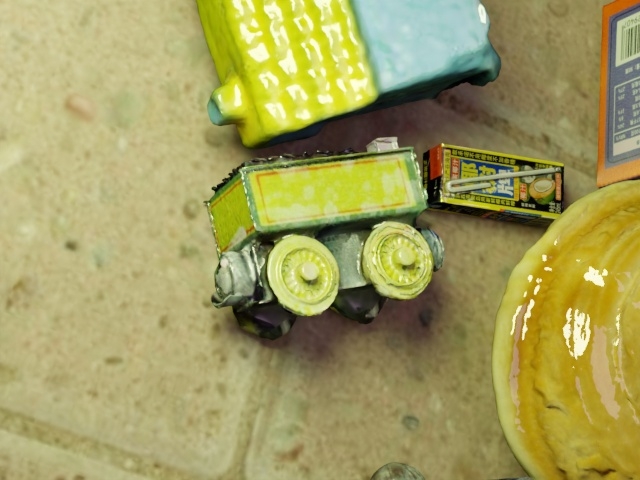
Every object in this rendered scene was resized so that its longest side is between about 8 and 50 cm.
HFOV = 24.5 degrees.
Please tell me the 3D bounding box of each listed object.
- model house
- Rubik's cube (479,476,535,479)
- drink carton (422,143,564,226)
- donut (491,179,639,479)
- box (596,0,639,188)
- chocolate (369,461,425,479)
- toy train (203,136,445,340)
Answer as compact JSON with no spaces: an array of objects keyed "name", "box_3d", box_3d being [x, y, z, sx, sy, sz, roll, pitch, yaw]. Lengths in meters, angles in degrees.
[{"name":"model house","box_3d":[0.007,-0.234,1.548,0.303,0.215,0.237,-18,91,-24]},{"name":"Rubik's cube","box_3d":[0.049,0.415,1.378,0.305,0.307,0.310,-16,89,-43]},{"name":"drink carton","box_3d":[0.200,-0.063,1.695,0.166,0.056,0.071,7,75,-25]},{"name":"donut","box_3d":[0.390,0.152,1.674,0.449,0.198,0.449,2,84,-24]},{"name":"box","box_3d":[0.551,-0.173,1.721,0.318,0.349,0.257,11,77,-26]},{"name":"chocolate","box_3d":[0.099,0.318,1.573,0.072,0.072,0.167,-17,88,-27]},{"name":"toy train","box_3d":[0.000,0.000,1.548,0.261,0.134,0.177,-9,77,-28]}]
